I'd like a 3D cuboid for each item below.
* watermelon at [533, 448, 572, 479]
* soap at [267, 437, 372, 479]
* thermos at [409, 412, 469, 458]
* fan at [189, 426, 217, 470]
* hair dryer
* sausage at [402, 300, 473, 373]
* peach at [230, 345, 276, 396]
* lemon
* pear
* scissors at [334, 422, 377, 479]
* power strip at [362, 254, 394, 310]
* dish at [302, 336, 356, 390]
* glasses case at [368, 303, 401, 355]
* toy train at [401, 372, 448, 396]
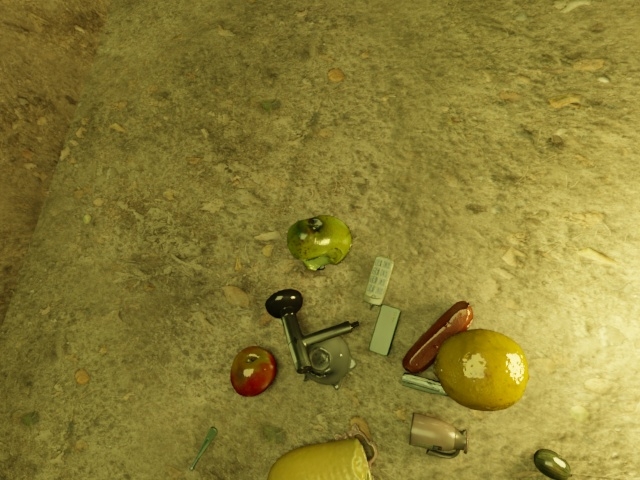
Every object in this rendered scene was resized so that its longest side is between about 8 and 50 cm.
[{"bbox_3d":[0.728,0.705,1.279,0.110,0.078,0.078,28,86,21],"label":"watermelon"},{"bbox_3d":[-0.001,0.892,1.452,0.427,0.115,0.306,-22,72,16],"label":"soap"},{"bbox_3d":[0.404,0.677,1.391,0.193,0.105,0.137,7,105,13],"label":"thermos"},{"bbox_3d":[-0.484,0.859,1.678,0.038,0.016,0.193,28,86,20],"label":"fan"},{"bbox_3d":[-0.028,0.334,1.594,0.284,0.156,0.320,-12,49,-27],"label":"hair dryer"},{"bbox_3d":[0.424,0.350,1.461,0.330,0.102,0.102,-46,67,3],"label":"sausage"},{"bbox_3d":[-0.269,0.528,1.638,0.190,0.192,0.190,3,44,-3],"label":"peach"},{"bbox_3d":[0.514,0.414,1.319,0.310,0.258,0.258,0,76,-3],"label":"lemon"},{"bbox_3d":[0.000,0.000,1.609,0.238,0.255,0.164,-21,69,7],"label":"pear"},{"bbox_3d":[0.162,0.832,1.464,0.160,0.024,0.318,-31,69,7],"label":"scissors"},{"bbox_3d":[0.227,0.165,1.608,0.080,0.029,0.227,15,82,21],"label":"power strip"},{"bbox_3d":[0.010,0.468,1.574,0.236,0.086,0.228,-16,72,14],"label":"dish"},{"bbox_3d":[0.246,0.340,1.552,0.077,0.039,0.184,15,81,21],"label":"glasses case"},{"bbox_3d":[0.415,0.523,1.441,0.251,0.055,0.048,10,79,21],"label":"toy train"}]
